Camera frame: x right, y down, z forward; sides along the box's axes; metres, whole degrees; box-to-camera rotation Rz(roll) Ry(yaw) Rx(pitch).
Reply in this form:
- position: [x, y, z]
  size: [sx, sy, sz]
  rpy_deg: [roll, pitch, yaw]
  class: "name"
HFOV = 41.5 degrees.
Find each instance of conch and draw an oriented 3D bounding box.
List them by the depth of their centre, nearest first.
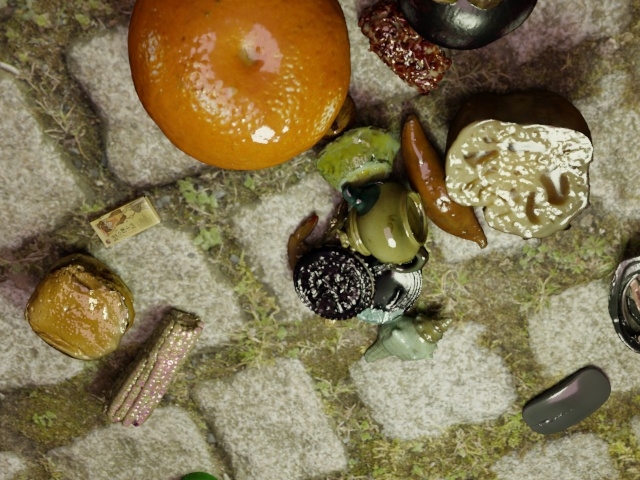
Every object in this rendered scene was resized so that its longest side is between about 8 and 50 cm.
- position: [0.202, 0.227, 1.996]
  size: [0.234, 0.114, 0.137]
  rpy_deg: [-13, 103, 11]
  class: "conch"

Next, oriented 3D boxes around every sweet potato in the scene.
- position: [0.259, -0.106, 1.828]
  size: [0.112, 0.112, 0.359]
  rpy_deg: [-34, 114, 15]
  class: "sweet potato"

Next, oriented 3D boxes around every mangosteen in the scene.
- position: [0.272, -0.483, 1.525]
  size: [0.275, 0.302, 0.274]
  rpy_deg: [0, 93, 2]
  class: "mangosteen"

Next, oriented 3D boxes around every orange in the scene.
- position: [-0.150, -0.342, 1.577]
  size: [0.424, 0.326, 0.423]
  rpy_deg: [-3, 104, -14]
  class: "orange"

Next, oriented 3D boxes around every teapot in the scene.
- position: [0.128, -0.022, 1.796]
  size: [0.183, 0.173, 0.269]
  rpy_deg: [-12, 131, 25]
  class: "teapot"

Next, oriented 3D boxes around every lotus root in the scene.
- position: [0.393, -0.168, 1.738]
  size: [0.316, 0.250, 0.316]
  rpy_deg: [4, 126, 5]
  class: "lotus root"

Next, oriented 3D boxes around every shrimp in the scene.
- position: [0.001, -0.001, 1.915]
  size: [0.133, 0.053, 0.236]
  rpy_deg: [26, 119, 8]
  class: "shrimp"

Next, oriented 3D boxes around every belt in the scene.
- position: [0.149, 0.106, 1.945]
  size: [0.151, 0.078, 0.198]
  rpy_deg: [40, 110, -10]
  class: "belt"

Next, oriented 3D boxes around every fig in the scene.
- position: [0.017, -0.244, 1.738]
  size: [0.119, 0.153, 0.119]
  rpy_deg: [1, 144, 1]
  class: "fig"

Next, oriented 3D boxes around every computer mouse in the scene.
- position: [0.620, 0.409, 2.125]
  size: [0.232, 0.057, 0.120]
  rpy_deg: [-36, 112, 15]
  class: "computer mouse"

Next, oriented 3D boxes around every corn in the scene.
- position: [-0.397, 0.310, 2.016]
  size: [0.127, 0.126, 0.335]
  rpy_deg: [32, 110, -16]
  class: "corn"

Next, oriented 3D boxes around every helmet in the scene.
- position: [0.767, 0.137, 1.942]
  size: [0.198, 0.154, 0.253]
  rpy_deg: [-6, 100, 23]
  class: "helmet"

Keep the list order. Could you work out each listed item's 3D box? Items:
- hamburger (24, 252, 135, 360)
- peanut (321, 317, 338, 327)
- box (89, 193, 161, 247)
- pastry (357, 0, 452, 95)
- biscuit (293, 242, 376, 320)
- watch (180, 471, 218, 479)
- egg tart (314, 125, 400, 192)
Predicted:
- position: [-0.538, 0.149, 1.911]
  size: [0.245, 0.163, 0.244]
  rpy_deg: [0, 109, 0]
  class: "hamburger"
- position: [0.033, 0.155, 1.985]
  size: [0.054, 0.054, 0.113]
  rpy_deg: [15, 112, -9]
  class: "peanut"
- position: [-0.438, -0.043, 1.890]
  size: [0.149, 0.020, 0.073]
  rpy_deg: [-25, 115, 11]
  class: "box"
- position: [0.167, -0.388, 1.690]
  size: [0.115, 0.097, 0.208]
  rpy_deg: [-42, 109, 7]
  class: "pastry"
- position: [0.032, 0.093, 1.891]
  size: [0.195, 0.053, 0.194]
  rpy_deg: [9, 119, 17]
  class: "biscuit"
- position: [-0.307, 0.695, 2.229]
  size: [0.165, 0.131, 0.152]
  rpy_deg: [16, 97, -5]
  class: "watch"
- position: [0.086, -0.159, 1.769]
  size: [0.197, 0.078, 0.197]
  rpy_deg: [-17, 157, -7]
  class: "egg tart"
